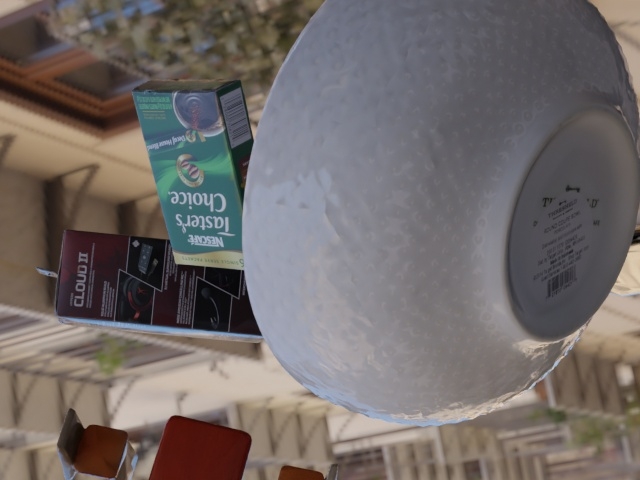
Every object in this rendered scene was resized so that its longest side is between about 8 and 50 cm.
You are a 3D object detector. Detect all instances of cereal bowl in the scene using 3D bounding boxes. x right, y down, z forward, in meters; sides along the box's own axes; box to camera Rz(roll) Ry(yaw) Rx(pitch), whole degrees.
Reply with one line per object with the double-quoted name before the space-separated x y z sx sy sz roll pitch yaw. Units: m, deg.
"cereal bowl" 0.114 -0.028 0.955 0.339 0.141 0.339 -20 -63 -44

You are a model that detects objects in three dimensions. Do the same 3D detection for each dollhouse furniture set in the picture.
"dollhouse furniture set" -0.130 0.279 1.258 0.135 0.262 0.259 93 -170 -60

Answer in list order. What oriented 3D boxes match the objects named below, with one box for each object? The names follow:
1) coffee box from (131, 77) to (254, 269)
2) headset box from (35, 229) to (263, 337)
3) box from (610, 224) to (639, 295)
"coffee box" -0.108 -0.062 1.356 0.040 0.113 0.184 -35 -59 -46
"headset box" -0.205 0.059 1.765 0.218 0.293 0.110 140 135 -81
"box" 0.293 0.020 1.318 0.201 0.164 0.021 12 -109 -44
